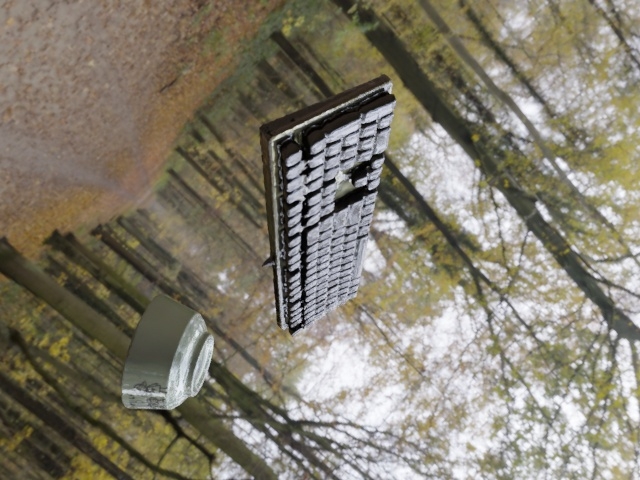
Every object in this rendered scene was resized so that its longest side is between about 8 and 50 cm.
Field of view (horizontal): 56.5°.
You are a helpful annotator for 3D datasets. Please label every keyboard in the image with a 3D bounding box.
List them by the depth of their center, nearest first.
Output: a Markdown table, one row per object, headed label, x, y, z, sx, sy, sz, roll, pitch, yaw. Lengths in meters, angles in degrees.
| label | x | y | z | sx | sy | sz | roll | pitch | yaw |
| --- | --- | --- | --- | --- | --- | --- | --- | --- | --- |
| keyboard | 0.000 | 0.000 | 0.494 | 0.106 | 0.027 | 0.317 | -28 | 156 | -16 |

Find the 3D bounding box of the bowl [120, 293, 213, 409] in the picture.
| label | x | y | z | sx | sy | sz | roll | pitch | yaw |
| --- | --- | --- | --- | --- | --- | --- | --- | --- | --- |
| bowl | -0.262 | 0.210 | 1.067 | 0.211 | 0.112 | 0.212 | 15 | 90 | -85 |
